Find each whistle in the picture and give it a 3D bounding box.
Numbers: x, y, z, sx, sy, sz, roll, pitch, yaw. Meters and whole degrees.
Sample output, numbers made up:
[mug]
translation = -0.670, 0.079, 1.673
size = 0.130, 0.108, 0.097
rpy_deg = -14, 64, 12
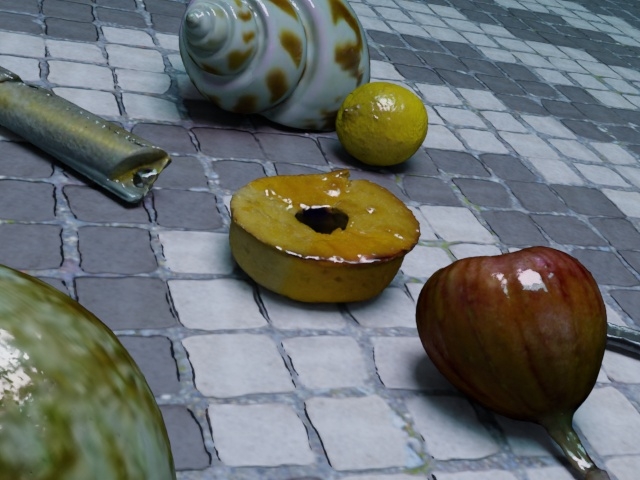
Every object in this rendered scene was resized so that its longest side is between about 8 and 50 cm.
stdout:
[whistle]
translation = -0.305, -0.132, 0.961
size = 0.326, 0.057, 0.068
rpy_deg = 29, 77, 21

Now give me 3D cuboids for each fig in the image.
[fig]
translation = 0.181, 0.089, 0.754
size = 0.149, 0.148, 0.202
rpy_deg = -43, 103, -25

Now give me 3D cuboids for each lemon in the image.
[lemon]
translation = 0.081, -0.150, 1.123
size = 0.133, 0.109, 0.109
rpy_deg = 8, 30, -29

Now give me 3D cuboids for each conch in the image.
[conch]
translation = -0.062, -0.256, 1.157
size = 0.249, 0.197, 0.368
rpy_deg = 46, 43, 10

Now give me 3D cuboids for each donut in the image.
[donut]
translation = -0.001, 0.000, 0.871
size = 0.190, 0.074, 0.174
rpy_deg = -10, 40, -31

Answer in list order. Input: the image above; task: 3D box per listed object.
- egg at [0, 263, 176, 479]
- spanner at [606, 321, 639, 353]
[egg]
translation = -0.196, 0.139, 0.364
size = 0.238, 0.238, 0.289
rpy_deg = 31, 66, 25
[spanner]
translation = 0.282, 0.090, 0.901
size = 0.325, 0.026, 0.093
rpy_deg = 16, 29, 2
